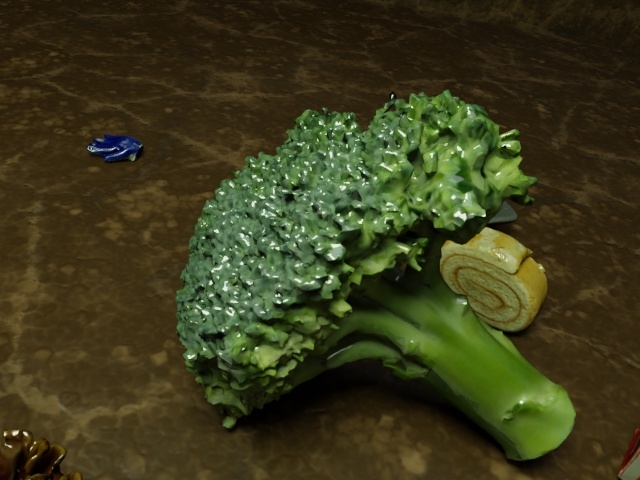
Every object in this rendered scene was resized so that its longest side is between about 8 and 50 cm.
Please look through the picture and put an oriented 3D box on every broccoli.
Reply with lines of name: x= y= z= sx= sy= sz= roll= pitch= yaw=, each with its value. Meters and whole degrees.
broccoli: x=0.034 y=0.087 z=0.578 sx=0.353 sy=0.397 sz=0.275 roll=8 pitch=58 yaw=41

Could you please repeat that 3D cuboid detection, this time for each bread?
bread: x=0.216 y=0.047 z=0.753 sx=0.149 sy=0.122 sz=0.073 roll=28 pitch=43 yaw=23

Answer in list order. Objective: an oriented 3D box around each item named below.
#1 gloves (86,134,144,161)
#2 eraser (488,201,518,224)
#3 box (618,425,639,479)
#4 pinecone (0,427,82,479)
gloves: x=-0.338 y=-0.152 z=0.955 sx=0.086 sy=0.026 sz=0.064 roll=14 pitch=39 yaw=4
eraser: x=0.210 y=-0.119 z=1.023 sx=0.089 sy=0.061 sz=0.352 roll=-5 pitch=40 yaw=-22
box: x=0.407 y=0.224 z=0.556 sx=0.182 sy=0.133 sz=0.099 roll=33 pitch=43 yaw=25
pinecone: x=-0.226 y=0.211 z=0.393 sx=0.173 sy=0.174 sz=0.174 roll=7 pitch=37 yaw=-5
